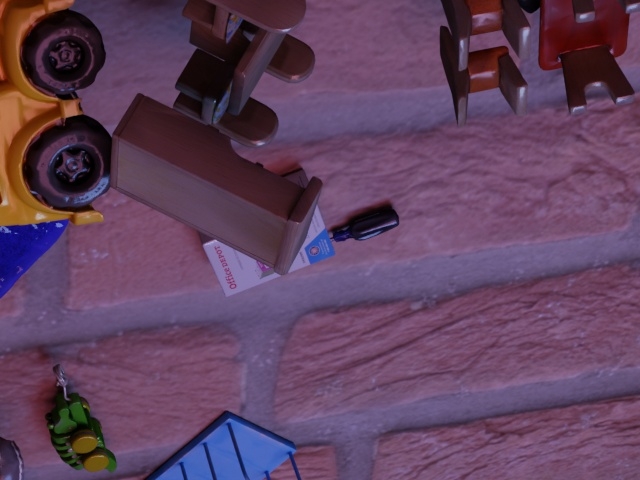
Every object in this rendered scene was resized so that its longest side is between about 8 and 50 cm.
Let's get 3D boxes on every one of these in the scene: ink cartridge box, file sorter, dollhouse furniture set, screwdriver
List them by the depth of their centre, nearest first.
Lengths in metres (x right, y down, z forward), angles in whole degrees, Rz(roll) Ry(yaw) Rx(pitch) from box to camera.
[{"bbox_3d":[-0.041,-0.123,1.360,0.161,0.242,0.212,27,156,4],"label":"dollhouse furniture set"},{"bbox_3d":[0.230,-0.238,1.438,0.262,0.135,0.259,-11,144,-3],"label":"dollhouse furniture set"},{"bbox_3d":[-0.057,-0.006,1.677,0.122,0.052,0.088,-21,137,0],"label":"ink cartridge box"},{"bbox_3d":[0.000,0.000,1.737,0.170,0.025,0.024,-16,138,6],"label":"screwdriver"},{"bbox_3d":[-0.115,0.302,1.925,0.170,0.104,0.118,-40,134,20],"label":"file sorter"}]

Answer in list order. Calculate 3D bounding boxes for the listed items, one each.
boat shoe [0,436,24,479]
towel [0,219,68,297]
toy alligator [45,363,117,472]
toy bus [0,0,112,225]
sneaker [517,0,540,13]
[{"bbox_3d":[-0.366,0.317,1.835,0.097,0.116,0.324,-1,137,-27],"label":"boat shoe"},{"bbox_3d":[-0.389,-0.033,1.499,0.308,0.076,0.227,24,120,-38],"label":"towel"},{"bbox_3d":[-0.270,0.198,1.792,0.051,0.056,0.189,-21,137,-1],"label":"toy alligator"},{"bbox_3d":[-0.288,-0.115,1.370,0.211,0.149,0.220,-11,119,-18],"label":"toy bus"},{"bbox_3d":[0.279,-0.241,1.563,0.234,0.078,0.106,4,134,-20],"label":"sneaker"}]
